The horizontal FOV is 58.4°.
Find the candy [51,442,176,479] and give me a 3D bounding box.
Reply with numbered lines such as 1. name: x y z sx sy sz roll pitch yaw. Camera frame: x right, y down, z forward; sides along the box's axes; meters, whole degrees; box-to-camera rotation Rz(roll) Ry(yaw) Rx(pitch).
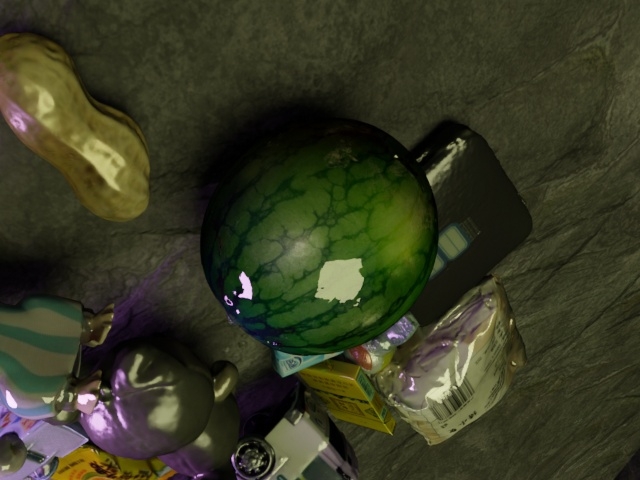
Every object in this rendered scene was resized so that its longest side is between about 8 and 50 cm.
1. candy: -0.398 0.436 1.112 0.187 0.081 0.297 -29 140 21

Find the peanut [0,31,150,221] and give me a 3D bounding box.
1. peanut: -0.301 -0.137 0.723 0.125 0.111 0.275 -36 134 -6

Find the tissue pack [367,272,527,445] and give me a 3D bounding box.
1. tissue pack: 0.326 0.295 1.354 0.375 0.195 0.390 -38 134 -4

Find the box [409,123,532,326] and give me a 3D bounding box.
1. box: 0.234 -0.015 1.134 0.350 0.091 0.359 -45 133 7

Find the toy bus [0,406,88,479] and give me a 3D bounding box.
1. toy bus: -0.555 0.371 0.955 0.329 0.136 0.109 -35 136 -1

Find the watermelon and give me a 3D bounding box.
1. watermelon: 0.000 0.000 0.849 0.363 0.363 0.363 -15 130 -19

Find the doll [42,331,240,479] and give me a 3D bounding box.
1. doll: -0.239 0.326 0.938 0.252 0.379 0.382 -39 144 5

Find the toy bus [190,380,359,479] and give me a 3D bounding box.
1. toy bus: -0.122 0.534 1.188 0.249 0.209 0.440 43 89 1

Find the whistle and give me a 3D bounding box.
1. whistle: 0.116 0.209 1.188 0.122 0.123 0.223 5 150 -32

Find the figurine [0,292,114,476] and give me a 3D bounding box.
1. figurine: -0.506 0.207 0.806 0.361 0.267 0.378 11 143 -19

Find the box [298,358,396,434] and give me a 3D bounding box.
1. box: 0.060 0.345 1.282 0.041 0.153 0.279 -64 143 -31

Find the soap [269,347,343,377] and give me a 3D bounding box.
1. soap: -0.037 0.145 1.112 0.156 0.077 0.293 -20 131 -15
